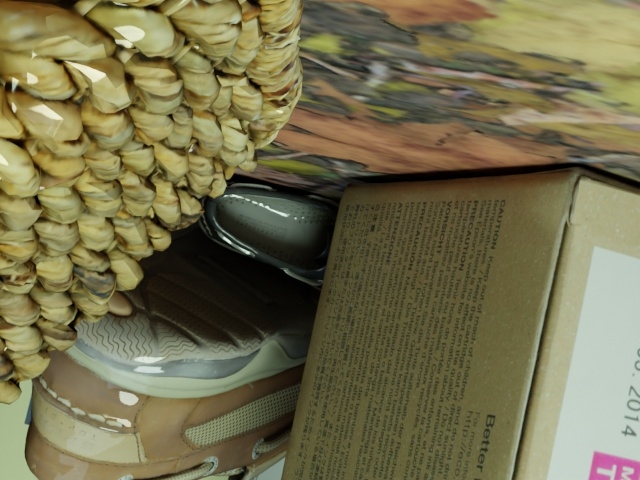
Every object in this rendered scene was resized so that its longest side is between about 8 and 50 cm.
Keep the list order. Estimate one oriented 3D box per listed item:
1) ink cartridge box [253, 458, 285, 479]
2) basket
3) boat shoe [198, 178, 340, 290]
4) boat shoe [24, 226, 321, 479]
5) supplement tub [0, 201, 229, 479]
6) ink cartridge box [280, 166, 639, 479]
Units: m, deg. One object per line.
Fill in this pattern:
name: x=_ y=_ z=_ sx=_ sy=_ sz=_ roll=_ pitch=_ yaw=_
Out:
ink cartridge box: x=-0.058 y=0.179 z=1.525 sx=0.211 sy=0.289 sz=0.121 roll=8 pitch=172 yaw=40
basket: x=-0.151 y=-0.056 z=0.543 sx=0.213 sy=0.223 sz=0.299 roll=45 pitch=176 yaw=5
boat shoe: x=0.000 y=0.000 z=0.962 sx=0.125 sy=0.046 sz=0.038 roll=22 pitch=177 yaw=-7
boat shoe: x=-0.045 y=0.063 z=1.009 sx=0.123 sy=0.116 sz=0.324 roll=36 pitch=-161 yaw=27
supplement tub: x=-0.164 y=0.129 z=1.131 sx=0.235 sy=0.325 sz=0.235 roll=13 pitch=174 yaw=1
ink cartridge box: x=0.064 y=0.094 z=0.802 sx=0.088 sy=0.235 sz=0.193 roll=15 pitch=174 yaw=-27
